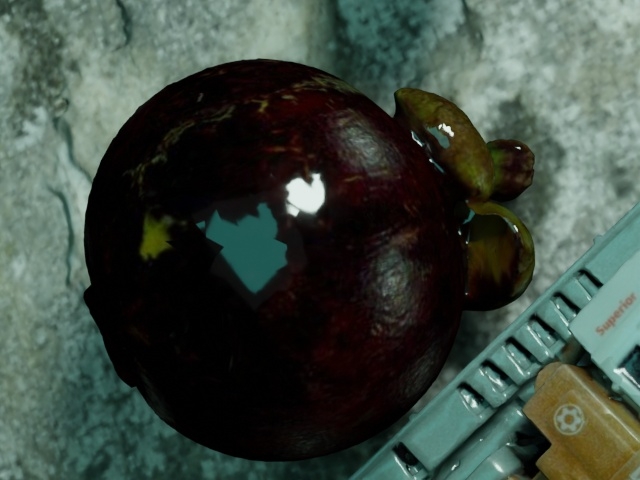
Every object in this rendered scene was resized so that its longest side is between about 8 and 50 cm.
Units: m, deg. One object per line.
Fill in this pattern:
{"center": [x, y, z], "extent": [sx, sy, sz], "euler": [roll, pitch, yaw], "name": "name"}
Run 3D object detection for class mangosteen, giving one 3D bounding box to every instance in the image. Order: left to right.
{"center": [0.000, 0.000, 0.973], "extent": [0.265, 0.228, 0.228], "euler": [-24, 75, -12], "name": "mangosteen"}

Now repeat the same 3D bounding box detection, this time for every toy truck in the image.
{"center": [0.154, 0.108, 0.930], "extent": [0.184, 0.133, 0.338], "euler": [46, 105, 24], "name": "toy truck"}
